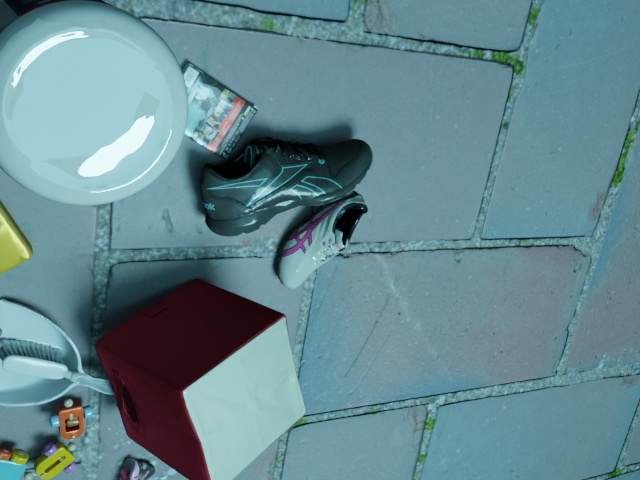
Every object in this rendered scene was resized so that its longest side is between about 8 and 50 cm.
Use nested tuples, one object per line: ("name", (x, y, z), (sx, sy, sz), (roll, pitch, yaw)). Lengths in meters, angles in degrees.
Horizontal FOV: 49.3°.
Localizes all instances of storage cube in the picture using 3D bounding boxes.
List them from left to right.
("storage cube", (-0.160, 0.191, 0.972), (0.215, 0.193, 0.183), (-33, 126, -38))

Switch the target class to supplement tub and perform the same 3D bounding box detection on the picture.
("supplement tub", (-0.265, -0.164, 0.736), (0.191, 0.272, 0.191), (-12, 117, -24))

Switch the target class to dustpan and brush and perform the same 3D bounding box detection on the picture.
("dustpan and brush", (-0.365, 0.178, 0.966), (0.211, 0.060, 0.147), (21, 100, -34))

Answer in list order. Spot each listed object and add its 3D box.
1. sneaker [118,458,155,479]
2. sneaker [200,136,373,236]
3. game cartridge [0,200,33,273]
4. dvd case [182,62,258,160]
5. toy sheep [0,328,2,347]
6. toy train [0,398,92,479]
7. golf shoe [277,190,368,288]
("sneaker", (-0.302, 0.405, 1.118), (0.057, 0.047, 0.119), (16, 105, -45))
("sneaker", (-0.045, -0.098, 0.991), (0.267, 0.101, 0.106), (-25, 123, -17))
("game cartridge", (-0.539, -0.044, 0.782), (0.285, 0.053, 0.323), (-30, 121, -14))
("dvd case", (-0.154, -0.174, 0.952), (0.119, 0.013, 0.087), (28, 96, -36))
("toy sheep", (-0.448, 0.125, 0.880), (0.091, 0.091, 0.132), (5, 88, -30))
("toy train", (-0.412, 0.288, 1.003), (0.166, 0.046, 0.125), (-14, 117, -26))
("golf shoe", (0.000, 0.000, 1.072), (0.067, 0.086, 0.186), (30, 97, -36))
